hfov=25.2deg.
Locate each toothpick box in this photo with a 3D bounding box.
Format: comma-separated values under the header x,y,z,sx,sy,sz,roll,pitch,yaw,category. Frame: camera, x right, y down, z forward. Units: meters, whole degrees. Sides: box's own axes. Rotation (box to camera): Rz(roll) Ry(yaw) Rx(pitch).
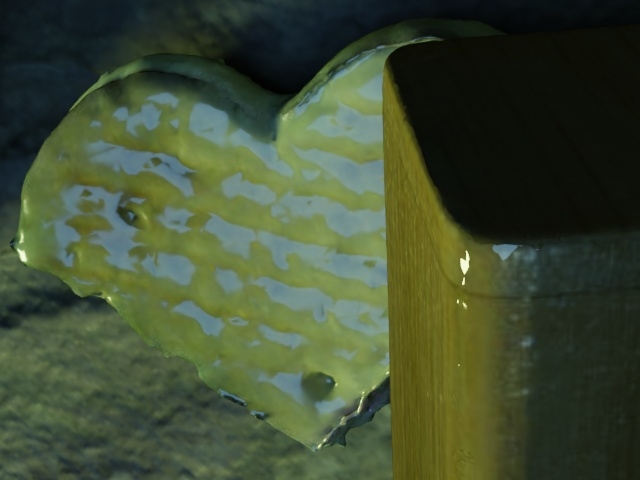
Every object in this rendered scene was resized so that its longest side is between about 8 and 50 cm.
x,y,z,sx,sy,sz,roll,pitch,yaw,category
0.103,0.098,0.478,0.190,0.187,0.308,-5,117,-2,toothpick box

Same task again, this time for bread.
x,y,z,sx,sy,sz,roll,pitch,yaw,category
0.000,0.000,0.564,0.232,0.064,0.172,-9,107,18,bread
